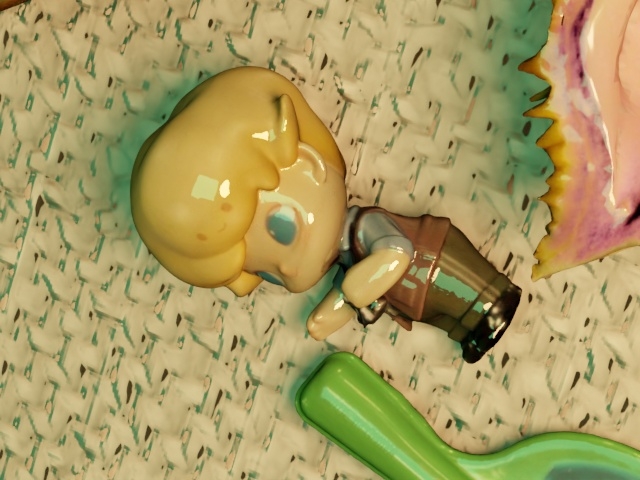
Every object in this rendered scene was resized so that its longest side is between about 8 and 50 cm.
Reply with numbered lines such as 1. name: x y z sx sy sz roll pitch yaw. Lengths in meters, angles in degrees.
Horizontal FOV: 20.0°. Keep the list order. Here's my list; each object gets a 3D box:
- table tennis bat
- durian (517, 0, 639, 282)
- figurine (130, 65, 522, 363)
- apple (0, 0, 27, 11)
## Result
1. table tennis bat: 0.093 0.147 0.896 0.257 0.039 0.160 40 104 9
2. durian: 0.247 -0.095 0.784 0.341 0.112 0.191 -10 82 12
3. figurine: 0.000 0.000 0.884 0.196 0.114 0.108 34 81 2
4. apple: -0.178 -0.261 0.785 0.384 0.374 0.374 -32 84 4
